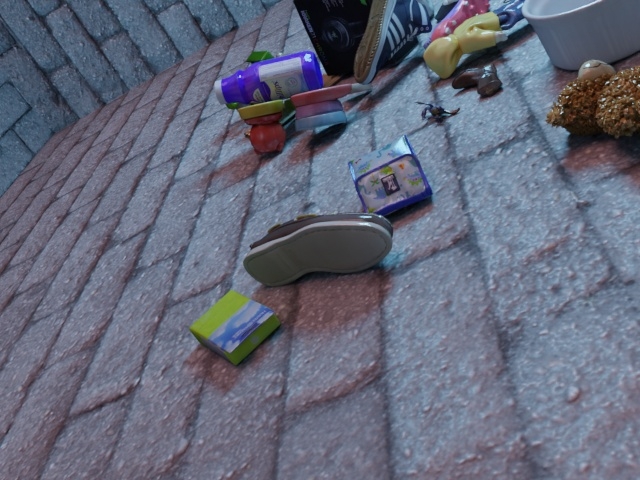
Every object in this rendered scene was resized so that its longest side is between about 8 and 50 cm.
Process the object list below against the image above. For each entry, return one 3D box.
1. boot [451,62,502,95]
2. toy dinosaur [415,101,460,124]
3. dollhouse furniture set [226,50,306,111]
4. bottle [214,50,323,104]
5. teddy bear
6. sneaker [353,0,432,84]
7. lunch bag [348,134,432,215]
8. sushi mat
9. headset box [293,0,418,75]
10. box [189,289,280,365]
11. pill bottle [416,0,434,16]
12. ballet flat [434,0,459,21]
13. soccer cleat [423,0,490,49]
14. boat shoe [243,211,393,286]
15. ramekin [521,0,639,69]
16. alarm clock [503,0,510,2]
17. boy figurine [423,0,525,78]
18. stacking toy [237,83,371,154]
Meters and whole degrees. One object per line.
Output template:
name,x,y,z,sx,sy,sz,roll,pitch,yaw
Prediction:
boot,0.335,-0.334,1.665,0.106,0.037,0.114,-25,31,21
toy dinosaur,0.248,-0.275,1.676,0.090,0.047,0.082,3,19,-2
dollhouse furniture set,-0.126,-0.441,2.294,0.301,0.151,0.197,15,66,50
bottle,-0.140,-0.424,2.067,0.283,0.118,0.092,-10,63,10
teddy bear,0.511,-0.231,1.190,0.245,0.113,0.338,-35,26,-9
sneaker,0.189,-0.508,1.979,0.099,0.153,0.282,-1,70,60
lunch bag,0.131,-0.109,1.439,0.129,0.096,0.151,-25,41,11
sushi mat,-0.081,-0.393,2.263,0.316,0.019,0.151,-41,27,-17
headset box,0.106,-0.608,2.147,0.283,0.246,0.131,2,38,45
box,-0.147,0.150,1.346,0.109,0.042,0.178,-43,27,-18
pill bottle,0.184,-0.686,2.311,0.278,0.162,0.162,-22,28,22
ballet flat,0.403,-0.686,2.165,0.203,0.074,0.074,-20,28,27
soccer cleat,0.356,-0.574,2.016,0.095,0.083,0.248,-7,38,51
boat shoe,0.000,0.000,1.367,0.324,0.116,0.096,-17,32,42
ramekin,0.548,-0.451,1.508,0.277,0.135,0.277,-26,26,14
alarm clock,0.543,-0.636,1.930,0.192,0.064,0.129,-18,29,34
boy figurine,0.378,-0.477,1.801,0.285,0.092,0.177,-32,26,4
stacking toy,-0.024,-0.318,2.022,0.309,0.130,0.279,-4,11,41
